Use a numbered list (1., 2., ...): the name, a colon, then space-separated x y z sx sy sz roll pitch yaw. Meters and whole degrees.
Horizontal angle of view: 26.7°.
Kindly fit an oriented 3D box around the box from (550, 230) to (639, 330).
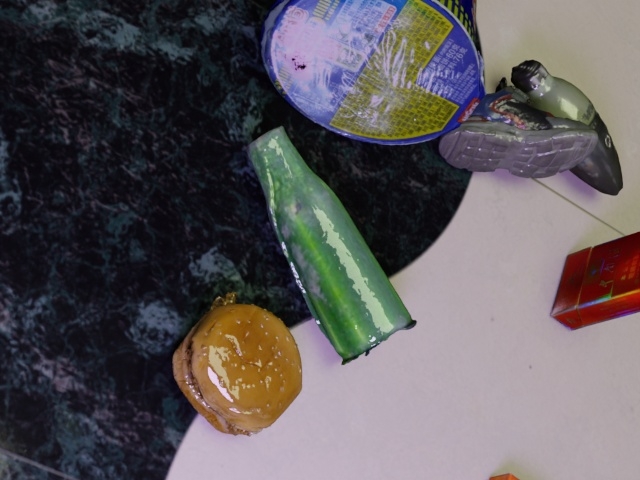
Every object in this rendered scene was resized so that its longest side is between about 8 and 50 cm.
1. box: 0.406 0.052 1.863 0.048 0.175 0.112 36 55 -24

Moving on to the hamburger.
1. hamburger: -0.090 0.140 1.519 0.147 0.083 0.138 54 47 -13

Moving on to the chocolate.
1. chocolate: 0.000 0.000 1.629 0.110 0.110 0.291 -29 90 -40

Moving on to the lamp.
1. lamp: 0.361 -0.160 1.954 0.250 0.101 0.101 49 52 -22

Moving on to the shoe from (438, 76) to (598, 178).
1. shoe: 0.269 -0.162 1.877 0.228 0.099 0.125 3 53 -13

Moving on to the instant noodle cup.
1. instant noodle cup: 0.092 -0.329 1.725 0.284 0.284 0.312 34 49 -23

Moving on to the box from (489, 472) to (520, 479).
1. box: 0.286 0.476 1.704 0.265 0.048 0.273 35 56 -23
